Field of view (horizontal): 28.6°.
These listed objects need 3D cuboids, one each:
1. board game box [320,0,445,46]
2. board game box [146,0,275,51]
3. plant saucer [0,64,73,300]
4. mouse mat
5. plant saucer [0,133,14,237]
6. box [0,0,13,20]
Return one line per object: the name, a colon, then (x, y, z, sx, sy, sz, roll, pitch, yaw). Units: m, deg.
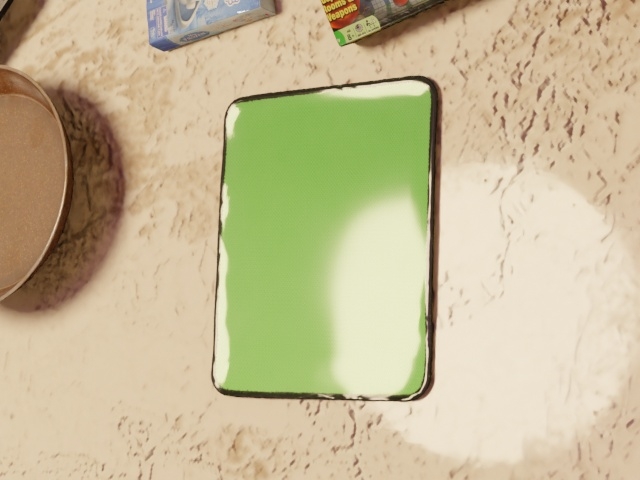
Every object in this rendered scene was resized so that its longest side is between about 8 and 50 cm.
board game box: (0.097, -0.215, 0.682, 0.259, 0.030, 0.136, -20, 94, 28)
board game box: (-0.074, -0.178, 0.816, 0.090, 0.020, 0.090, -13, 76, 28)
plant saucer: (-0.227, -0.034, 0.856, 0.168, 0.029, 0.168, -5, 80, 30)
mouse mat: (0.000, 0.000, 0.750, 0.152, 0.007, 0.190, -2, 82, 32)
plant saucer: (-0.257, -0.031, 0.905, 0.119, 0.021, 0.119, -6, 79, 32)
box: (-0.308, -0.129, 0.929, 0.207, 0.036, 0.114, -54, 46, 13)
